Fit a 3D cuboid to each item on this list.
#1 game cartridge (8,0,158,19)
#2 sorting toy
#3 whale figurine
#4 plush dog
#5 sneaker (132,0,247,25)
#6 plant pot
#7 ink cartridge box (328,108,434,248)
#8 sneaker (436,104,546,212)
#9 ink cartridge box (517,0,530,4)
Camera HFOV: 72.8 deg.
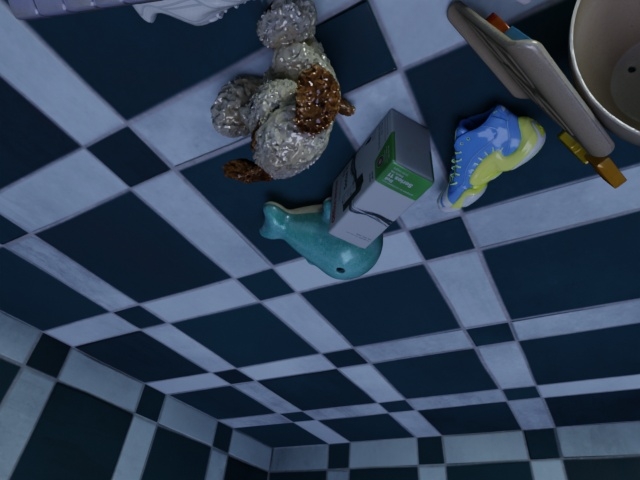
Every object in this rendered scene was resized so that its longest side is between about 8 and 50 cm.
[{"bbox_3d":[-0.274,-0.433,0.440,0.231,0.068,0.354,-4,119,6],"label":"game cartridge"},{"bbox_3d":[0.313,-0.203,0.602,0.307,0.229,0.041,32,117,-28],"label":"sorting toy"},{"bbox_3d":[0.000,0.000,0.939,0.272,0.141,0.216,13,140,-8],"label":"whale figurine"},{"bbox_3d":[-0.043,-0.186,0.654,0.211,0.225,0.262,27,136,-23],"label":"plush dog"},{"bbox_3d":[-0.136,-0.353,0.575,0.293,0.109,0.118,4,151,9],"label":"sneaker"},{"bbox_3d":[0.460,-0.233,0.543,0.284,0.283,0.191,-13,173,21],"label":"plant pot"},{"bbox_3d":[0.103,-0.105,0.792,0.087,0.153,0.208,23,136,-18],"label":"ink cartridge box"},{"bbox_3d":[0.272,-0.152,0.787,0.126,0.091,0.240,39,136,-6],"label":"sneaker"},{"bbox_3d":[0.204,-0.379,0.521,0.182,0.061,0.104,18,139,-14],"label":"ink cartridge box"}]
